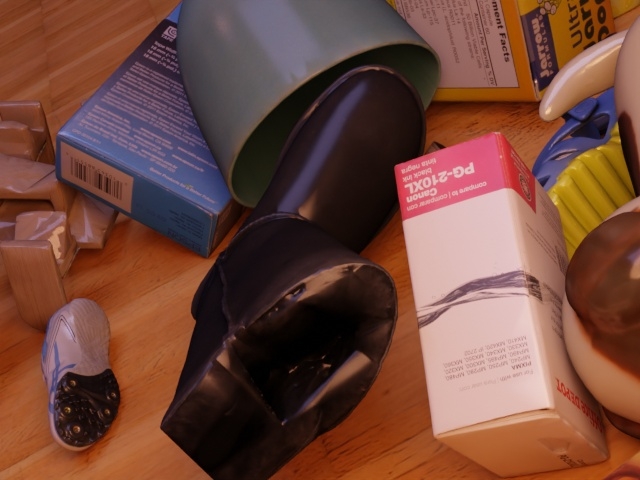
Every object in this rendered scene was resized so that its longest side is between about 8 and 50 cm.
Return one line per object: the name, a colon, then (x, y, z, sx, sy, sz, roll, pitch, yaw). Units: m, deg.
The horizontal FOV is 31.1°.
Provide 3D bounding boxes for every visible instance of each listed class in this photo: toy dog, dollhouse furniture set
toy dog: (0.328, -0.039, 0.899, 0.395, 0.284, 0.408, 15, 57, 23)
dollhouse furniture set: (-0.485, -0.004, 1.672, 0.394, 0.256, 0.362, 1, 38, 8)

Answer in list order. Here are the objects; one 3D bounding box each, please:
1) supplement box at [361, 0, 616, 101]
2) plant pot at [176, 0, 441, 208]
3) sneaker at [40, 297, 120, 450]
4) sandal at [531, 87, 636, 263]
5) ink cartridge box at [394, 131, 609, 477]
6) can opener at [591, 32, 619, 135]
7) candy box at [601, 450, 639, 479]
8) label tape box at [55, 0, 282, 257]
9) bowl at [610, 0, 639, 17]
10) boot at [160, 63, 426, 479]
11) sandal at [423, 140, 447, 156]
supplement box: (0.168, -0.304, 1.488, 0.356, 0.194, 0.195, 8, 34, 45)
plant pot: (-0.040, -0.219, 1.395, 0.293, 0.293, 0.235, -32, 69, -4)
sneaker: (-0.287, 0.164, 1.342, 0.086, 0.085, 0.237, -48, 29, 22)
sandal: (0.273, -0.065, 1.178, 0.138, 0.126, 0.317, -8, 30, 47)
ink cartridge box: (0.150, 0.060, 0.946, 0.100, 0.172, 0.237, -17, 62, 22)
can opener: (0.347, -0.194, 1.345, 0.073, 0.059, 0.186, -14, 34, 24)
candy box: (0.257, 0.234, 0.805, 0.109, 0.053, 0.186, -34, 30, -8)
label tape box: (-0.166, -0.165, 1.568, 0.240, 0.106, 0.334, 28, 53, 9)
bowl: (0.343, -0.425, 1.592, 0.289, 0.156, 0.289, -21, 31, 13)
boot: (-0.001, 0.002, 1.054, 0.367, 0.146, 0.445, -58, 5, 5)
sandal: (0.155, -0.034, 1.282, 0.079, 0.088, 0.240, -58, 20, 14)
